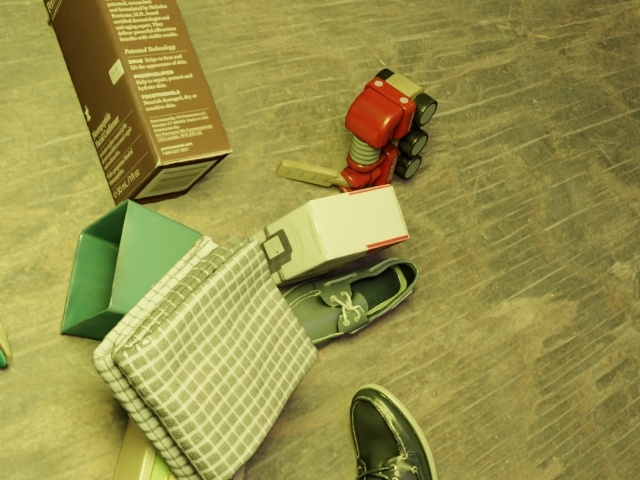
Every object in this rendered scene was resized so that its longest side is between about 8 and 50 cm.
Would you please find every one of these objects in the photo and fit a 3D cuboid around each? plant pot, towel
[{"bbox_3d":[-0.233,0.072,1.269,0.234,0.166,0.165,20,62,-34],"label":"plant pot"},{"bbox_3d":[-0.137,0.151,1.141,0.235,0.121,0.283,57,47,-19],"label":"towel"}]

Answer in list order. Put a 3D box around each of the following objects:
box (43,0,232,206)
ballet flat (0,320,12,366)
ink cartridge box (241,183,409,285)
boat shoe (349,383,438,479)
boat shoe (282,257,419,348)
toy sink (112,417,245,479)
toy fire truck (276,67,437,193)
[{"bbox_3d":[-0.294,-0.266,1.337,0.143,0.191,0.381,-14,79,-36],"label":"box"},{"bbox_3d":[-0.474,0.100,1.164,0.168,0.057,0.052,48,44,-8],"label":"ballet flat"},{"bbox_3d":[0.000,0.000,1.394,0.172,0.237,0.100,-14,83,-36],"label":"ink cartridge box"},{"bbox_3d":[0.115,0.407,1.379,0.113,0.127,0.339,-20,92,-48],"label":"boat shoe"},{"bbox_3d":[0.043,0.103,1.465,0.320,0.099,0.116,-21,85,-36],"label":"boat shoe"},{"bbox_3d":[-0.202,0.342,1.195,0.153,0.131,0.234,24,61,-23],"label":"toy sink"},{"bbox_3d":[0.062,-0.175,1.531,0.158,0.217,0.246,38,56,21],"label":"toy fire truck"}]
